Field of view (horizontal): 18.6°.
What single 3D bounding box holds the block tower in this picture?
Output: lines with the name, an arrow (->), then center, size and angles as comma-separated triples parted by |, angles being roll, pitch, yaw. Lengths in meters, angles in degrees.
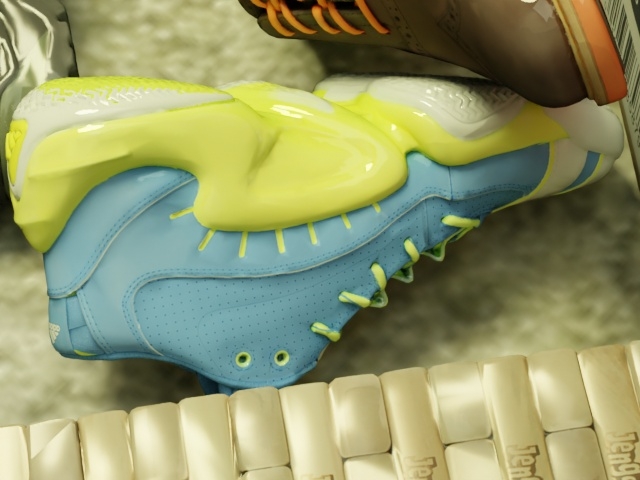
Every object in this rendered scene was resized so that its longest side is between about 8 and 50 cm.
block tower -> -0.025, 0.109, 0.665 | 0.335, 0.097, 0.091 | -7, 63, -5

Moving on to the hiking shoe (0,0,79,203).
hiking shoe -> -0.166, -0.113, 0.785 | 0.114, 0.086, 0.227 | -12, 64, -10

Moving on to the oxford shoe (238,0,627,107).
oxford shoe -> 0.024, -0.097, 0.730 | 0.098, 0.097, 0.271 | -31, 29, -8

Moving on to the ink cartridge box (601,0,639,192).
ink cartridge box -> 0.167, -0.077, 0.704 | 0.088, 0.193, 0.234 | -7, 62, -4

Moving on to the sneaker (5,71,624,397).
sneaker -> 0.000, 0.000, 0.740 | 0.240, 0.091, 0.126 | -1, 97, -16
